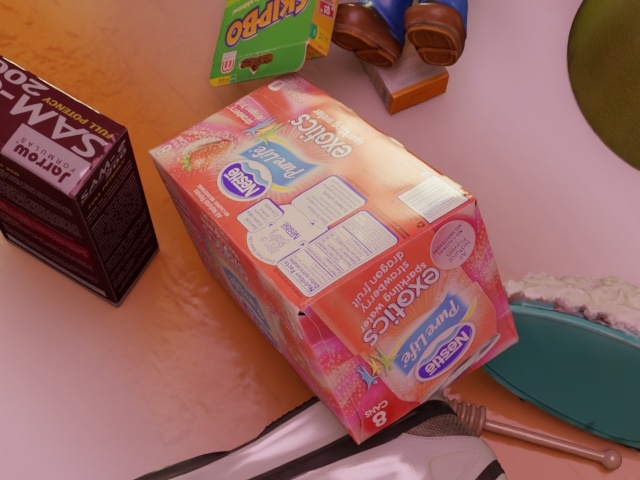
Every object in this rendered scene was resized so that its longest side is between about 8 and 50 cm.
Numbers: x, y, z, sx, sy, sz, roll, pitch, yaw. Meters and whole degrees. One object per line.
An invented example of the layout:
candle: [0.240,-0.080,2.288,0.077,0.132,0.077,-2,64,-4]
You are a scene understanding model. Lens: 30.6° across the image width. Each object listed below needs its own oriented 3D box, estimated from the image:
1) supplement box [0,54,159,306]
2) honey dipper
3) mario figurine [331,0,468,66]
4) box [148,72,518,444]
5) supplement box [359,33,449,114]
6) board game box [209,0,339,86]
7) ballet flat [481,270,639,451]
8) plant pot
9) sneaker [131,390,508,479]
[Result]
supplement box: [-0.214,-0.041,0.959,0.130,0.239,0.073,30,70,10]
honey dipper: [0.180,0.167,1.003,0.160,0.030,0.030,14,69,0]
mario figurine: [0.087,-0.331,1.071,0.198,0.170,0.321,13,75,-2]
box: [0.000,0.000,0.925,0.154,0.142,0.300,-31,36,-13]
supplement box: [0.074,-0.179,1.130,0.062,0.036,0.098,-23,71,-9]
board game box: [-0.026,-0.259,1.061,0.124,0.039,0.259,-3,67,44]
ballet flat: [0.322,0.119,0.988,0.409,0.147,0.147,24,70,5]
plant pot: [0.383,-0.226,1.020,0.274,0.293,0.275,1,68,-1]
sneaker: [-0.034,0.286,0.841,0.447,0.169,0.257,-29,53,-14]
